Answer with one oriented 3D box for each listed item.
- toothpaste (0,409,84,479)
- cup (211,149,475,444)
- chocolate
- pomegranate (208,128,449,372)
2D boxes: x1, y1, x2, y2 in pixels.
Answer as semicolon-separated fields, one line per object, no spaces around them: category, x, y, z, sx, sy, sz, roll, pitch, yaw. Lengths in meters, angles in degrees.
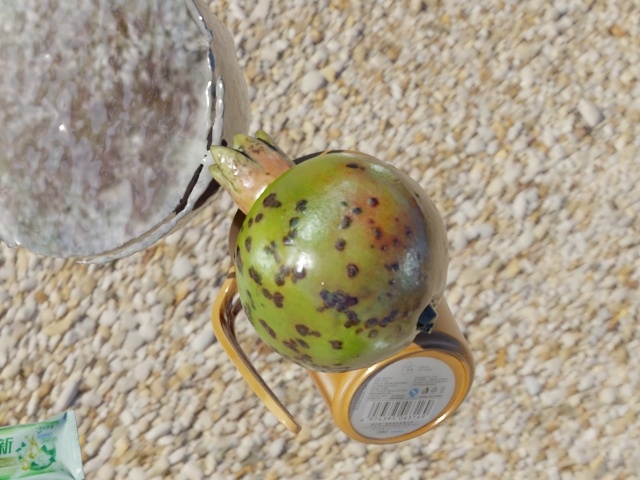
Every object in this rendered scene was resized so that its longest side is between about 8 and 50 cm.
toothpaste;-0.395;0.231;1.378;0.296;0.048;0.075;-6;82;-14
cup;0.013;0.064;1.229;0.226;0.182;0.264;-37;44;9
chocolate;-0.183;-0.130;1.263;0.303;0.213;0.303;1;93;20
pomegranate;0.000;0.000;0.941;0.159;0.159;0.205;-34;64;-25
